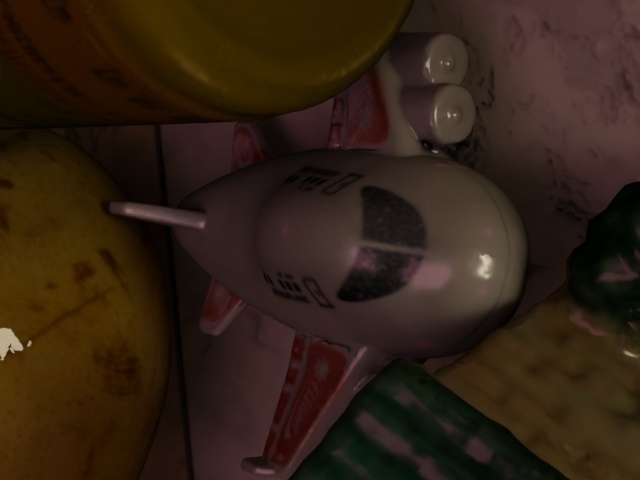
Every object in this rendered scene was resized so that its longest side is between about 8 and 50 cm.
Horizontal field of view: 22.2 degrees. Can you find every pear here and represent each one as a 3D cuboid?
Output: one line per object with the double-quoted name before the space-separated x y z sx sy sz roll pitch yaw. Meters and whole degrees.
"pear" -0.216 0.062 0.953 0.281 0.281 0.280 13 114 32

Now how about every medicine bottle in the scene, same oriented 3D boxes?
"medicine bottle" -0.151 -0.169 0.843 0.384 0.224 0.224 3 109 43

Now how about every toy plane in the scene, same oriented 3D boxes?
"toy plane" 0.003 0.001 0.846 0.252 0.118 0.252 -12 73 46

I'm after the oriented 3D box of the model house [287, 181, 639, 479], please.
"model house" 0.172 0.195 0.669 0.382 0.343 0.334 38 126 20
